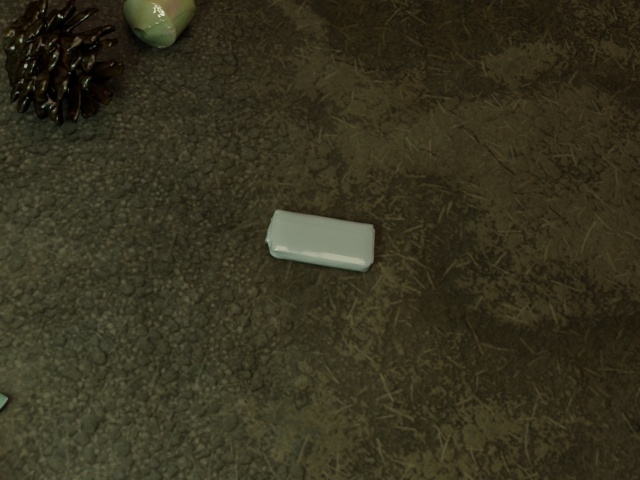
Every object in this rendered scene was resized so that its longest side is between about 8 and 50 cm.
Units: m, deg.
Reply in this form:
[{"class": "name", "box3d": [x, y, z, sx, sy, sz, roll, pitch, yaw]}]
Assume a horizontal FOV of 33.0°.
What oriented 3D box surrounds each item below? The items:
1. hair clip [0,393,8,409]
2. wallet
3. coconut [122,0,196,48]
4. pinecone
[{"class": "hair clip", "box3d": [-0.559, 0.216, 1.596, 0.188, 0.033, 0.060, 27, 60, 1]}, {"class": "wallet", "box3d": [0.000, 0.000, 1.854, 0.190, 0.033, 0.095, 8, 57, -9]}, {"class": "coconut", "box3d": [-0.300, -0.416, 1.987, 0.116, 0.116, 0.122, 33, 60, 7]}, {"class": "pinecone", "box3d": [-0.438, -0.303, 1.838, 0.201, 0.202, 0.228, 8, 73, -8]}]
